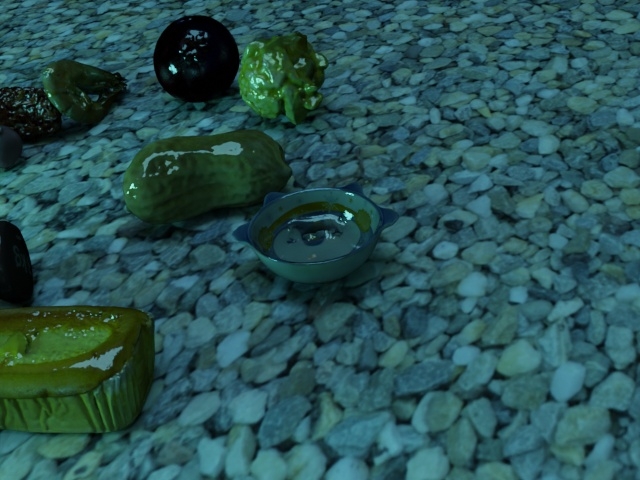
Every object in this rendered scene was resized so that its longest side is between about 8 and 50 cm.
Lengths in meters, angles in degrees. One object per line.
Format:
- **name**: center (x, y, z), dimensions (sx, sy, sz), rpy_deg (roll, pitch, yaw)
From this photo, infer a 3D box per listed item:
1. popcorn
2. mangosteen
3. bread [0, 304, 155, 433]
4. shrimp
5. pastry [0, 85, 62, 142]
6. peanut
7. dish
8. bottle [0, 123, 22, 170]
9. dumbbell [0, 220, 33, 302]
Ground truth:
- **popcorn**: center (-0.075, -0.331, 1.553), dimensions (0.187, 0.167, 0.185), rpy_deg (-5, 38, -2)
- **mangosteen**: center (-0.279, -0.402, 1.688), dimensions (0.194, 0.194, 0.230), rpy_deg (-14, 8, -8)
- **bread**: center (-0.363, 0.165, 0.991), dimensions (0.288, 0.119, 0.152), rpy_deg (-1, 34, 9)
- **shrimp**: center (-0.509, -0.333, 1.674), dimensions (0.061, 0.145, 0.267), rpy_deg (-23, 5, 22)
- **pastry**: center (-0.654, -0.273, 1.631), dimensions (0.208, 0.115, 0.097), rpy_deg (-3, 25, 9)
- **peanut**: center (-0.202, -0.122, 1.317), dimensions (0.291, 0.143, 0.159), rpy_deg (-14, 47, -12)
- **dish**: center (0.000, 0.000, 1.167), dimensions (0.236, 0.086, 0.228), rpy_deg (8, 39, 21)
- **bottle**: center (-0.718, -0.219, 1.538), dimensions (0.233, 0.110, 0.110), rpy_deg (23, 45, 16)
- **dumbbell**: center (-0.568, 0.053, 1.155), dimensions (0.225, 0.140, 0.124), rpy_deg (-12, 80, -5)
